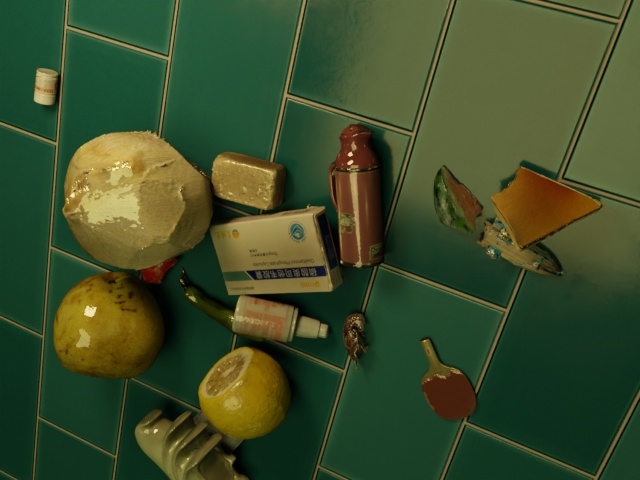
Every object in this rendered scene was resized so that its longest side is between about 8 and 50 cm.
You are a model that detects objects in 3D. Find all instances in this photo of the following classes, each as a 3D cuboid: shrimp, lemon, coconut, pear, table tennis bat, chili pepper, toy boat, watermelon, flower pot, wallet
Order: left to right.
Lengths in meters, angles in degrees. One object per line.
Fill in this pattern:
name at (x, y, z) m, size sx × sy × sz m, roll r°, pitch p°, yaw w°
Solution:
pear at (-0.593, 0.235, 1.809) m, size 0.304 × 0.304 × 0.304 m, roll 7°, pitch 109°, yaw 20°
coconut at (-0.458, -0.096, 1.586) m, size 0.346 × 0.360 × 0.346 m, roll 12°, pitch 113°, yaw 29°
chili pepper at (-0.457, 0.072, 1.815) m, size 0.073 × 0.070 × 0.123 m, roll 36°, pitch 115°, yaw -11°
flower pot at (-0.378, 0.666, 1.896) m, size 0.254 × 0.164 × 0.367 m, roll -13°, pitch 109°, yaw 40°
wallet at (-0.283, 0.538, 1.911) m, size 0.167 × 0.036 × 0.222 m, roll 42°, pitch 118°, yaw 4°
lemon at (-0.190, 0.423, 1.729) m, size 0.240 × 0.240 × 0.219 m, roll -27°, pitch 116°, yaw 27°
shrimp at (0.093, 0.265, 1.661) m, size 0.065 × 0.056 × 0.165 m, roll -6°, pitch 107°, yaw 17°
table tennis bat at (0.308, 0.352, 1.623) m, size 0.131 × 0.022 × 0.234 m, roll -21°, pitch 99°, yaw 27°
watermelon at (0.299, -0.091, 1.471) m, size 0.155 × 0.080 × 0.101 m, roll 56°, pitch 152°, yaw -5°
toy boat at (0.452, 0.027, 1.439) m, size 0.210 × 0.066 × 0.084 m, roll 30°, pitch 127°, yaw -1°

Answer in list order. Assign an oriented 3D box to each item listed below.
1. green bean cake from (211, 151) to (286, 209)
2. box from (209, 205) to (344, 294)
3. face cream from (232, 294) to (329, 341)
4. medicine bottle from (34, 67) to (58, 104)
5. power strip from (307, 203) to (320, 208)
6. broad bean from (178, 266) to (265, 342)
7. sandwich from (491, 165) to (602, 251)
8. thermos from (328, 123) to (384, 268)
green bean cake at (-0.182, -0.151, 1.621) m, size 0.179 × 0.085 × 0.109 m, roll 16°, pitch 113°, yaw 15°
box at (-0.118, 0.032, 1.633) m, size 0.343 × 0.065 × 0.200 m, roll -6°, pitch 104°, yaw 35°
face cream at (-0.100, 0.215, 1.687) m, size 0.252 × 0.101 × 0.101 m, roll 11°, pitch 112°, yaw -2°
medicine bottle at (-0.762, -0.428, 1.782) m, size 0.057 × 0.057 × 0.089 m, roll 24°, pitch 114°, yaw 13°
power strip at (0.000, 0.000, 1.617) m, size 0.030 × 0.047 × 0.191 m, roll -8°, pitch 103°, yaw 27°
broad bean at (-0.284, 0.197, 1.784) m, size 0.325 × 0.067 × 0.075 m, roll 30°, pitch 132°, yaw 15°
sandwich at (0.474, -0.089, 1.376) m, size 0.193 × 0.058 × 0.162 m, roll -27°, pitch 78°, yaw 3°
thermos at (0.088, -0.111, 1.523) m, size 0.109 × 0.136 × 0.330 m, roll -7°, pitch 107°, yaw -10°
